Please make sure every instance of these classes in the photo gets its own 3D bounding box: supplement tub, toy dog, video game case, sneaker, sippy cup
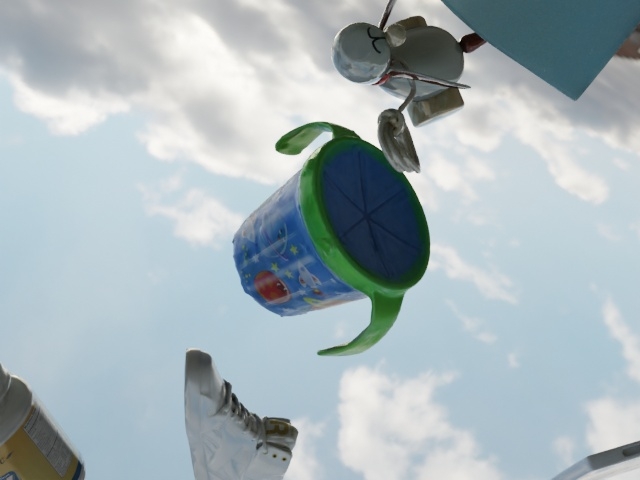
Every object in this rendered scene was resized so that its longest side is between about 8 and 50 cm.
[{"bbox_3d":[-0.401,0.259,1.100,0.144,0.144,0.199,-100,-13,-59],"label":"supplement tub"},{"bbox_3d":[0.141,-0.247,1.170,0.220,0.161,0.333,57,-158,-14],"label":"toy dog"},{"bbox_3d":[0.331,0.235,0.946,0.143,0.157,0.019,-14,-113,-8],"label":"video game case"},{"bbox_3d":[-0.119,0.271,1.345,0.169,0.292,0.108,-3,-140,0],"label":"sneaker"},{"bbox_3d":[0.000,0.000,1.264,0.240,0.224,0.305,42,-137,-23],"label":"sippy cup"}]

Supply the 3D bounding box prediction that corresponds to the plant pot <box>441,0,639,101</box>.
[{"bbox_3d":[0.220,-0.301,0.933,0.234,0.165,0.165,27,-141,-6],"label":"plant pot"}]
